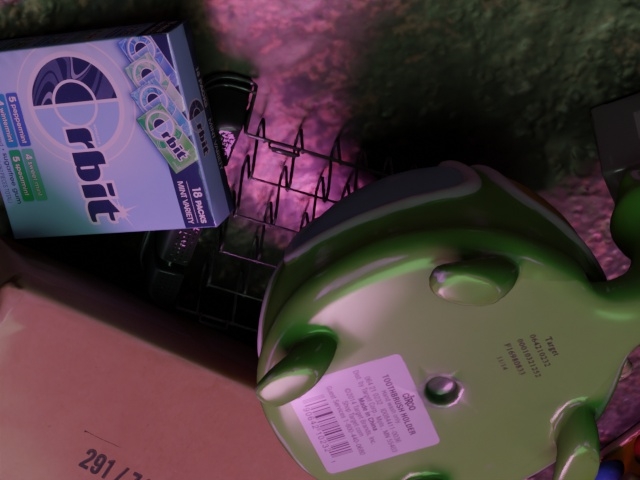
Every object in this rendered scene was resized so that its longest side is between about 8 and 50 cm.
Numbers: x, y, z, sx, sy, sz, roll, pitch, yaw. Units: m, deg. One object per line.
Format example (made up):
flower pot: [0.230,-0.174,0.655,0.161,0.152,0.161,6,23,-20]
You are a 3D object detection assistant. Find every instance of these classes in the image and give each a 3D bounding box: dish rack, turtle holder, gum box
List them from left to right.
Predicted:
gum box: [-0.171,-0.083,1.212,0.184,0.041,0.157,-3,113,23]
dish rack: [0.000,0.000,1.290,0.272,0.074,0.208,17,123,-11]
turtle holder: [0.103,0.039,1.137,0.243,0.227,0.320,33,117,-20]

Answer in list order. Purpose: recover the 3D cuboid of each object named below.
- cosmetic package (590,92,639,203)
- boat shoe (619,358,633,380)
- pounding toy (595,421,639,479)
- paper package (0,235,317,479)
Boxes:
cosmetic package: [0.317,-0.008,1.257,0.127,0.107,0.238,-19,123,15]
boat shoe: [0.199,0.133,1.378,0.153,0.056,0.048,-34,111,13]
pounding toy: [0.295,0.221,1.379,0.100,0.141,0.130,39,116,-20]
paper package: [-0.184,0.203,1.292,0.325,0.168,0.309,25,95,-21]
